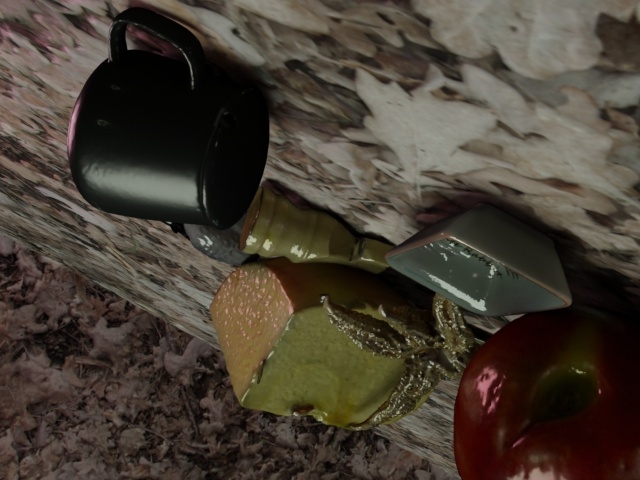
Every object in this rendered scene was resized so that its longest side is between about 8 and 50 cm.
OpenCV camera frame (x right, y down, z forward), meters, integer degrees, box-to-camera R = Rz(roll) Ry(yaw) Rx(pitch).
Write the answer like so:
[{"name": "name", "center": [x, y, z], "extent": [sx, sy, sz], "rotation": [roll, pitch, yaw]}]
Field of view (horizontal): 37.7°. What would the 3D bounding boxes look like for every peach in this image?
[{"name": "peach", "center": [0.292, 0.214, 1.073], "extent": [0.281, 0.281, 0.338], "rotation": [19, 164, 25]}]

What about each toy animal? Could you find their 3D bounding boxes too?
[{"name": "toy animal", "center": [-0.159, -0.027, 1.346], "extent": [0.195, 0.090, 0.324], "rotation": [28, 167, -9]}]

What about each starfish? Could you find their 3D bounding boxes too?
[{"name": "starfish", "center": [0.120, 0.133, 1.256], "extent": [0.301, 0.084, 0.293], "rotation": [-21, 140, 15]}]

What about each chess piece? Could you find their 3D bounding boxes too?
[{"name": "chess piece", "center": [0.000, 0.000, 1.232], "extent": [0.200, 0.090, 0.090], "rotation": [17, 168, -14]}]

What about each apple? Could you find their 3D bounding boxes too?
[{"name": "apple", "center": [0.015, 0.156, 1.409], "extent": [0.309, 0.252, 0.314], "rotation": [11, 169, -32]}]

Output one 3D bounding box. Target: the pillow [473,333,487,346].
[{"name": "pillow", "center": [0.234, 0.177, 1.523], "extent": [0.130, 0.033, 0.217], "rotation": [22, 165, 8]}]

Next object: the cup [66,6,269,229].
[{"name": "cup", "center": [-0.147, -0.116, 0.923], "extent": [0.176, 0.169, 0.223], "rotation": [17, 133, 16]}]

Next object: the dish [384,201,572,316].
[{"name": "dish", "center": [0.166, 0.019, 1.020], "extent": [0.154, 0.064, 0.234], "rotation": [28, 164, -11]}]
